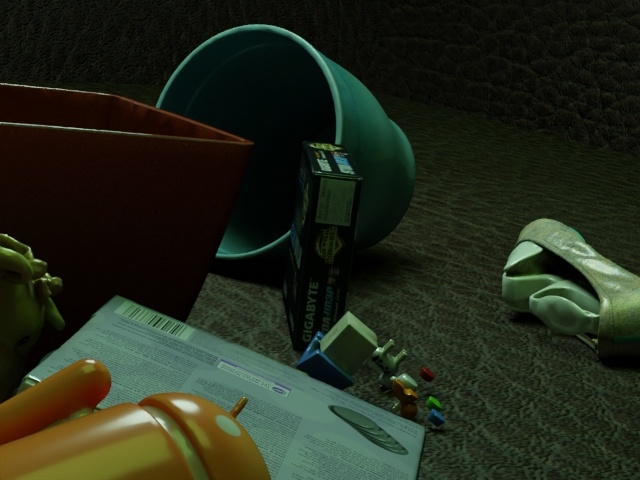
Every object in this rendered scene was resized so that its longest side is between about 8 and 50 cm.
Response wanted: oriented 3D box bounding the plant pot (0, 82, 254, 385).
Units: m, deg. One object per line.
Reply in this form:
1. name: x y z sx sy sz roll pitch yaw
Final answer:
1. plant pot: -0.245 0.003 1.371 0.267 0.236 0.267 2 12 -33

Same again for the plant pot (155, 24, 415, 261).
1. plant pot: -0.022 -0.094 1.995 0.271 0.272 0.255 14 0 35

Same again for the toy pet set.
1. toy pet set: 0.042 0.125 1.454 0.114 0.065 0.122 40 11 -9

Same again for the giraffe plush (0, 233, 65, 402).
1. giraffe plush: -0.266 0.057 1.144 0.170 0.210 0.181 3 9 2

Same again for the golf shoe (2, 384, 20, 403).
1. golf shoe: -0.217 0.143 1.133 0.086 0.067 0.186 1 13 -21

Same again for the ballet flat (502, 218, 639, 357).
1. ballet flat: 0.260 0.049 1.805 0.106 0.108 0.316 -12 16 -19

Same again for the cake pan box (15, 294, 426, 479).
1. cake pan box: -0.065 0.133 1.107 0.267 0.070 0.246 23 10 0

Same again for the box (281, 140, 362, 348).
1. box: 0.000 0.000 1.697 0.051 0.175 0.220 6 12 -5

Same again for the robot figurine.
1. robot figurine: -0.118 0.155 0.904 0.219 0.128 0.158 -17 33 -29
